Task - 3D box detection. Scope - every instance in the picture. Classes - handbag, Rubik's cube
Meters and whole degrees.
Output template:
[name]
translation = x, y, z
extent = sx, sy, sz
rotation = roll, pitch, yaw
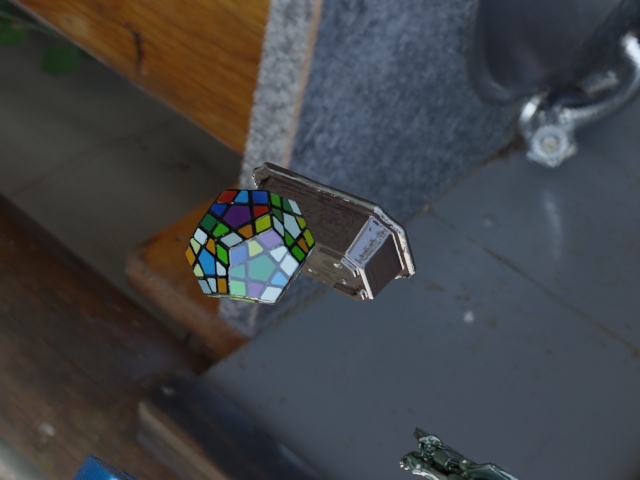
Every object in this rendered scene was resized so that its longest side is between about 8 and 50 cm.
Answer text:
[handbag]
translation = 0.273, 0.392, 1.762
extent = 0.079, 0.260, 0.247
rotation = -60, -159, -10
[Rubik's cube]
translation = -0.072, 0.007, 1.175
extent = 0.112, 0.133, 0.133
rotation = -23, 143, -36

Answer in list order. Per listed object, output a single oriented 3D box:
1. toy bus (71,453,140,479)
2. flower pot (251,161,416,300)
[toy bus]
translation = -0.228, 0.310, 1.100
extent = 0.106, 0.090, 0.184
rotation = 37, 78, -28
[flower pot]
translation = 0.000, 0.000, 1.586
extent = 0.084, 0.251, 0.179
rotation = -57, 152, -22
